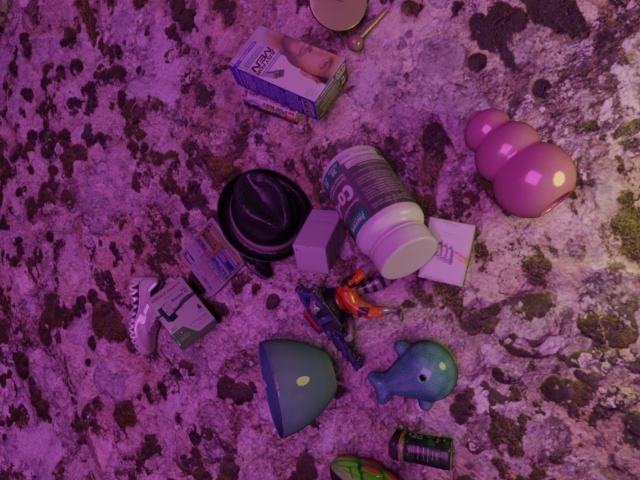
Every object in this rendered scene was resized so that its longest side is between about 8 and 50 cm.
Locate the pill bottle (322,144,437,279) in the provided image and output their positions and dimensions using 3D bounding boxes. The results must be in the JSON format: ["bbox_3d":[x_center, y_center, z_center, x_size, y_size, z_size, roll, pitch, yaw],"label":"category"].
[{"bbox_3d":[0.162,-0.083,1.318,0.204,0.204,0.361,-39,55,16],"label":"pill bottle"}]

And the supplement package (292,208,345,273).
[{"bbox_3d":[0.000,0.000,1.437,0.105,0.179,0.105,7,133,20],"label":"supplement package"}]

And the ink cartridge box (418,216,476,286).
[{"bbox_3d":[0.365,0.032,1.339,0.127,0.128,0.177,13,95,20],"label":"ink cartridge box"}]

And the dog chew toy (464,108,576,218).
[{"bbox_3d":[0.516,-0.222,1.256,0.206,0.206,0.332,-39,68,16],"label":"dog chew toy"}]

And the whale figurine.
[{"bbox_3d":[0.263,0.400,1.366,0.271,0.141,0.217,-25,81,19],"label":"whale figurine"}]

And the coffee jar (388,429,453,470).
[{"bbox_3d":[0.295,0.614,1.376,0.184,0.096,0.079,1,87,20],"label":"coffee jar"}]

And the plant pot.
[{"bbox_3d":[-0.063,0.432,1.441,0.195,0.290,0.291,-11,85,-16],"label":"plant pot"}]

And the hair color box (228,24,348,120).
[{"bbox_3d":[-0.102,-0.542,1.499,0.338,0.110,0.185,28,75,17],"label":"hair color box"}]

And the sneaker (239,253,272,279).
[{"bbox_3d":[-0.211,0.015,1.575,0.130,0.087,0.228,-37,72,23],"label":"sneaker"}]

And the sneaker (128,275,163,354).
[{"bbox_3d":[-0.633,0.275,1.726,0.118,0.110,0.293,-4,88,11],"label":"sneaker"}]

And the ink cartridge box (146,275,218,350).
[{"bbox_3d":[-0.487,0.253,1.643,0.153,0.087,0.208,-39,74,-18],"label":"ink cartridge box"}]

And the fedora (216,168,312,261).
[{"bbox_3d":[-0.179,-0.102,1.476,0.333,0.152,0.335,0,72,-1],"label":"fedora"}]

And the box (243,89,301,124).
[{"bbox_3d":[-0.151,-0.482,1.584,0.206,0.036,0.114,25,98,19],"label":"box"}]

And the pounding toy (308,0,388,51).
[{"bbox_3d":[0.067,-0.730,1.487,0.236,0.110,0.183,37,91,-13],"label":"pounding toy"}]

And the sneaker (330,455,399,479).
[{"bbox_3d":[0.207,0.829,1.361,0.482,0.185,0.202,36,97,18],"label":"sneaker"}]

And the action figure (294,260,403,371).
[{"bbox_3d":[0.094,0.223,1.455,0.329,0.179,0.342,-20,110,26],"label":"action figure"}]

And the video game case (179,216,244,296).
[{"bbox_3d":[-0.385,0.059,1.674,0.193,0.023,0.212,-44,75,15],"label":"video game case"}]
